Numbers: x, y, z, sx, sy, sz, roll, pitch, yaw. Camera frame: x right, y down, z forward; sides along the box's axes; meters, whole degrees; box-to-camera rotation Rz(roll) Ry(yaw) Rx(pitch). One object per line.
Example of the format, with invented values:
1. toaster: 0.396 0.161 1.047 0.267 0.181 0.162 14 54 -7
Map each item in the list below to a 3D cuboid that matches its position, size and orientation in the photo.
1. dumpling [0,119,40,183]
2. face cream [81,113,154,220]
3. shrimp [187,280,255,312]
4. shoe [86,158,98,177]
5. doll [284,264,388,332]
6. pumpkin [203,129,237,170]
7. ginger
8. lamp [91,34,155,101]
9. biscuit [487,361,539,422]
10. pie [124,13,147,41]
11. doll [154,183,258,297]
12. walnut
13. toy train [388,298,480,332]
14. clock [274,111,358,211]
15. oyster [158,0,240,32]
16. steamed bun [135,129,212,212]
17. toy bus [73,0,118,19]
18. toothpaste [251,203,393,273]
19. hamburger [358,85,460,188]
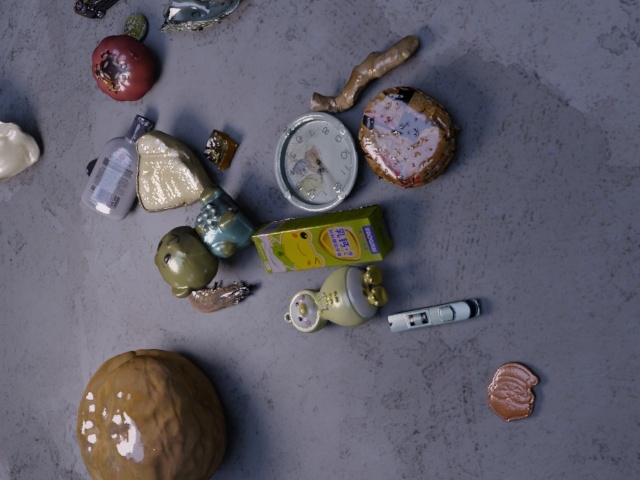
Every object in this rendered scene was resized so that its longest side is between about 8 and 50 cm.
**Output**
1. dumpling: -1.023 -0.288 2.162 0.318 0.187 0.243 3 136 22
2. face cream: -0.547 -0.208 1.971 0.144 0.071 0.291 26 98 1
3. shrimp: -0.267 0.107 1.862 0.219 0.046 0.152 -13 90 30
4. shoe: -0.618 -0.177 2.041 0.179 0.049 0.071 35 108 23
5. doll: 0.026 0.145 1.656 0.296 0.117 0.141 -23 79 28
6. pumpkin: -0.261 -0.233 1.835 0.074 0.054 0.083 38 115 27
7. ginger: 0.098 -0.373 1.617 0.288 0.075 0.089 -30 46 28
8. lamp: -0.529 -0.467 1.932 0.182 0.140 0.182 9 114 20
9. biscuit: 0.406 0.321 1.508 0.102 0.019 0.130 22 104 28
10. pie: -0.510 -0.586 1.973 0.084 0.021 0.084 -1 89 28
11. doll: -0.292 0.010 1.769 0.261 0.161 0.177 -42 53 0
12. walnut: -0.421 0.475 1.807 0.384 0.383 0.383 2 94 29
13. toy train: 0.250 0.165 1.572 0.207 0.047 0.043 -15 87 31
14. clock: -0.004 -0.185 1.689 0.236 0.053 0.236 4 97 31
15. oyster: -0.305 -0.589 1.819 0.252 0.087 0.199 -46 62 16
16. steamed bun: -0.390 -0.193 1.877 0.231 0.110 0.212 -9 106 27
17. toy bus: -0.603 -0.698 1.984 0.194 0.083 0.088 -25 77 26
18. toothpaste: 0.000 0.000 1.665 0.327 0.077 0.110 -8 113 30
19. hamburger: 0.185 -0.222 1.557 0.231 0.107 0.231 1 94 22
